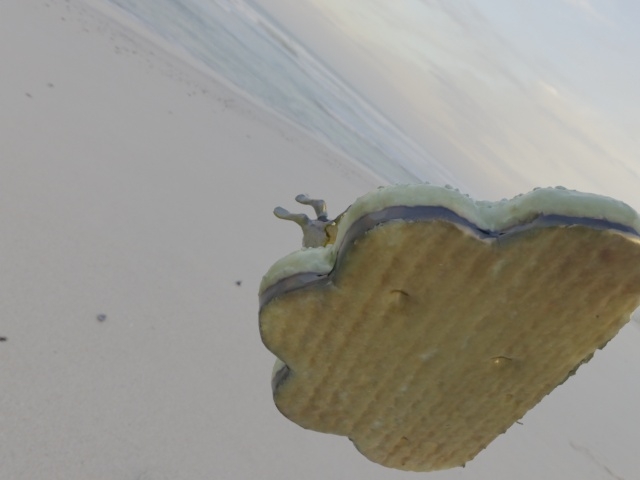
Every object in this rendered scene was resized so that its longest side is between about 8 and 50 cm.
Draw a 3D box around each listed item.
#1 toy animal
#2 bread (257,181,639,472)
[{"bbox_3d":[0.000,0.000,0.563,0.155,0.219,0.095,7,-52,50],"label":"toy animal"},{"bbox_3d":[0.059,0.058,0.392,0.207,0.286,0.056,22,41,-10],"label":"bread"}]
